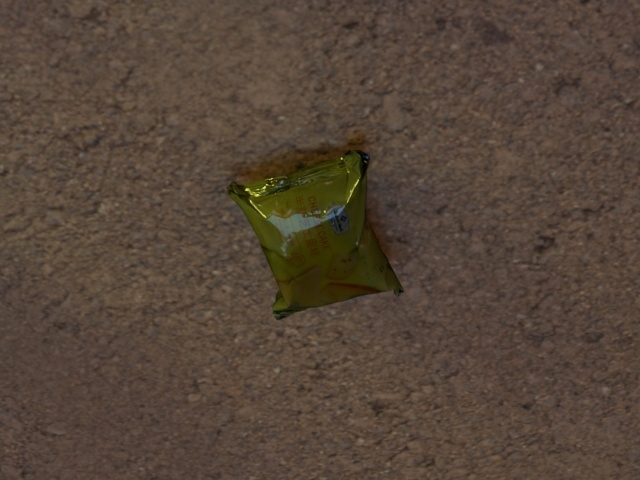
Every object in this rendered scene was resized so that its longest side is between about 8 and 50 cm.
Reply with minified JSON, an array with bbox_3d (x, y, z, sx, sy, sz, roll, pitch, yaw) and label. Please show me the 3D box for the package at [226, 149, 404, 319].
[{"bbox_3d":[0.000,0.000,1.938,0.168,0.090,0.226,-14,132,9],"label":"package"}]
